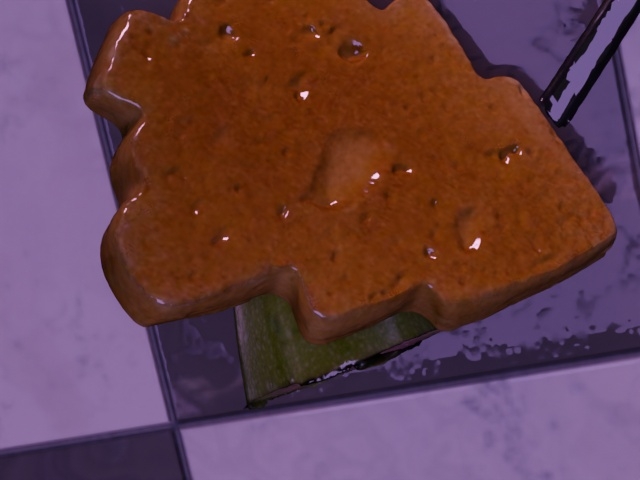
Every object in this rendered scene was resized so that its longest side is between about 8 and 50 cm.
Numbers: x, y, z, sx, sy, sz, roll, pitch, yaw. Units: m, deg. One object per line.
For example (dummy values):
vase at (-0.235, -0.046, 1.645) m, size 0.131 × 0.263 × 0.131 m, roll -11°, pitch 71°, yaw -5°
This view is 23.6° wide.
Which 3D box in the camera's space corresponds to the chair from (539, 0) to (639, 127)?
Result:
chair at (0.134, -0.193, 0.594) m, size 0.247 × 0.159 × 0.172 m, roll -42°, pitch 90°, yaw 17°

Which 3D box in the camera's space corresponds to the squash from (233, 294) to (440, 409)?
squash at (-0.008, 0.000, 0.705) m, size 0.105 × 0.105 × 0.132 m, roll -22°, pitch 86°, yaw 15°

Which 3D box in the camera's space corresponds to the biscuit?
biscuit at (0.014, -0.036, 0.666) m, size 0.238 × 0.212 × 0.041 m, roll 21°, pitch 150°, yaw -5°
